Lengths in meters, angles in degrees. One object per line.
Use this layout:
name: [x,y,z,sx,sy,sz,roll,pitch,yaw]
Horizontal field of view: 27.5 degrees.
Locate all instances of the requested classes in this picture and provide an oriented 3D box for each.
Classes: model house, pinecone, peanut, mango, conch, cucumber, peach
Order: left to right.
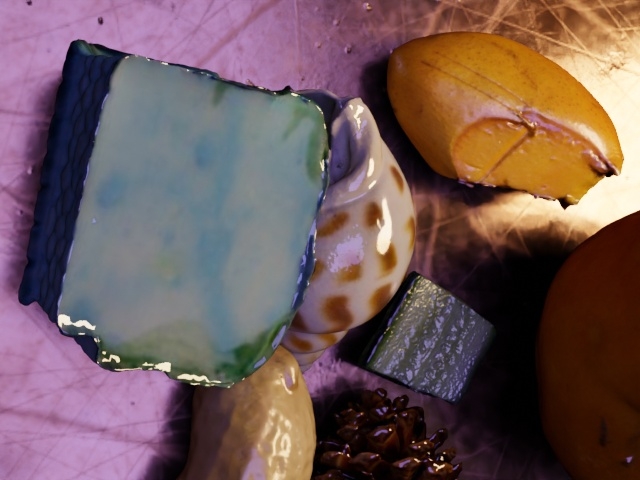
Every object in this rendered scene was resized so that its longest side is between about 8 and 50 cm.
model house: [-0.157,-0.031,1.164,0.226,0.241,0.261,10,97,-36]
peanut: [-0.087,0.249,1.212,0.147,0.147,0.319,12,76,-17]
conch: [0.000,0.000,1.240,0.148,0.182,0.275,17,98,-55]
pinecone: [0.062,0.227,1.255,0.173,0.173,0.174,0,89,-17]
cucumber: [0.103,0.101,1.312,0.116,0.062,0.115,34,82,-21]
mango: [0.177,-0.122,1.306,0.252,0.126,0.154,27,93,-8]
peach: [0.375,0.111,1.259,0.343,0.343,0.302,47,43,-11]
